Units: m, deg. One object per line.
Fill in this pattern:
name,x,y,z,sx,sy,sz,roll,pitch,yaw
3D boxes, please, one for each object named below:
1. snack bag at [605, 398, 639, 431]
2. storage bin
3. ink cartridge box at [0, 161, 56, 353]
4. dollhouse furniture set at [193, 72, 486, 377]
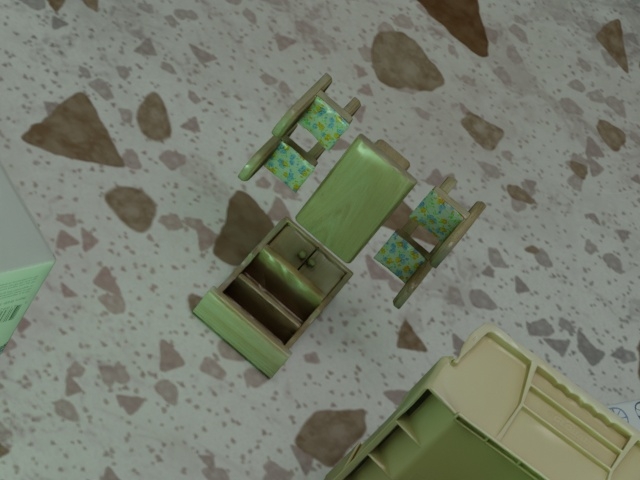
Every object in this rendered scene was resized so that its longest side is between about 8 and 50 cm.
snack bag,0.448,0.319,2.159,0.323,0.037,0.342,-5,58,-38
storage bin,0.163,0.246,1.858,0.260,0.262,0.123,37,45,-3
ink cartridge box,-0.373,0.036,1.685,0.171,0.232,0.168,-14,62,-41
dollhouse furniture set,0.000,0.000,1.966,0.212,0.242,0.161,40,43,2
